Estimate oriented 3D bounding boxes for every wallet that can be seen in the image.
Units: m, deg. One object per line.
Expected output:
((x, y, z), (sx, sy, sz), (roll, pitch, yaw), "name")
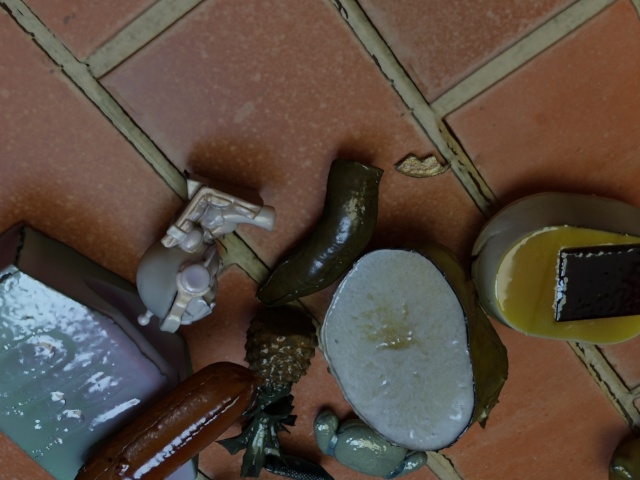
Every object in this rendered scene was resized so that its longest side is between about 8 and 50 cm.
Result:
((-0.043, 0.378, 1.474), (0.129, 0.088, 0.026), (21, 91, -21), "wallet")

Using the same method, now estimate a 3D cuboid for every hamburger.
((0.366, 0.040, 1.295), (0.295, 0.151, 0.227), (11, 112, -8), "hamburger")

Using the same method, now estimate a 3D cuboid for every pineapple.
((-0.086, 0.237, 1.368), (0.130, 0.119, 0.277), (13, 115, 1), "pineapple")

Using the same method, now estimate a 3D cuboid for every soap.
((-0.350, 0.193, 1.287), (0.261, 0.156, 0.446), (-30, 118, 10), "soap")

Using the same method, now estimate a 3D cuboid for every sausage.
((-0.216, 0.274, 1.208), (0.330, 0.102, 0.102), (-39, 117, 12), "sausage")

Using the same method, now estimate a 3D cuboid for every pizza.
((0.146, -0.107, 1.255), (0.083, 0.016, 0.037), (-2, 121, -2), "pizza")

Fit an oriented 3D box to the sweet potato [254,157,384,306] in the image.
((0.003, -0.002, 1.269), (0.112, 0.085, 0.286), (44, 122, 9), "sweet potato")

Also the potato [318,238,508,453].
((0.147, 0.139, 1.310), (0.246, 0.196, 0.300), (-8, 98, 26), "potato")

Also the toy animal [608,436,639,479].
((0.619, 0.432, 1.545), (0.281, 0.169, 0.195), (20, 73, -12), "toy animal")

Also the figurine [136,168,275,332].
((-0.170, 0.027, 1.214), (0.141, 0.162, 0.237), (26, 96, -15), "figurine")

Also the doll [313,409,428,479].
((0.079, 0.349, 1.478), (0.214, 0.071, 0.103), (22, 114, -15), "doll")
